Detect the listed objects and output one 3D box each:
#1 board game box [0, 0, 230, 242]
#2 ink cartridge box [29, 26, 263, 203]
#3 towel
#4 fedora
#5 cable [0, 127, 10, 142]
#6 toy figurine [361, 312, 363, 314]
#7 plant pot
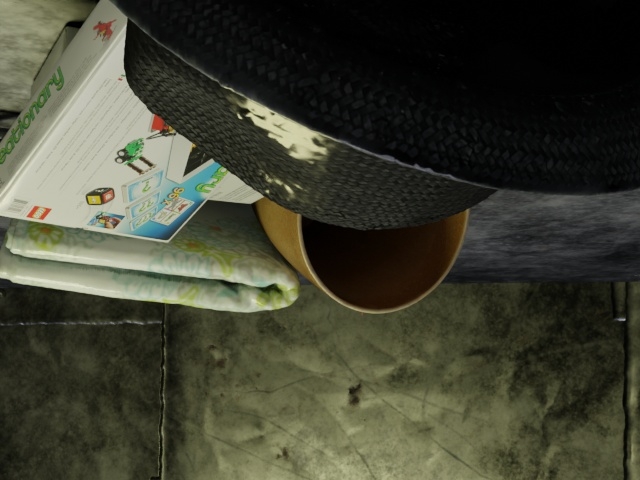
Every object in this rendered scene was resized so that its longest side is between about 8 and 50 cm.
[{"bbox_3d":[-0.131,-0.117,0.801,0.193,0.053,0.305,11,135,-45],"label":"board game box"},{"bbox_3d":[-0.163,-0.122,1.004,0.273,0.114,0.197,4,169,-26],"label":"ink cartridge box"},{"bbox_3d":[-0.232,-0.008,1.277,0.375,0.090,0.320,8,-159,-14],"label":"towel"},{"bbox_3d":[0.020,-0.104,0.488,0.334,0.334,0.152,5,140,-23],"label":"fedora"},{"bbox_3d":[-0.378,-0.125,1.227,0.151,0.047,0.184,-6,180,-12],"label":"cable"},{"bbox_3d":[0.000,0.000,1.531,0.217,0.191,0.362,7,169,-5],"label":"toy figurine"},{"bbox_3d":[0.015,-0.050,1.178,0.237,0.237,0.254,7,-175,-31],"label":"plant pot"}]
